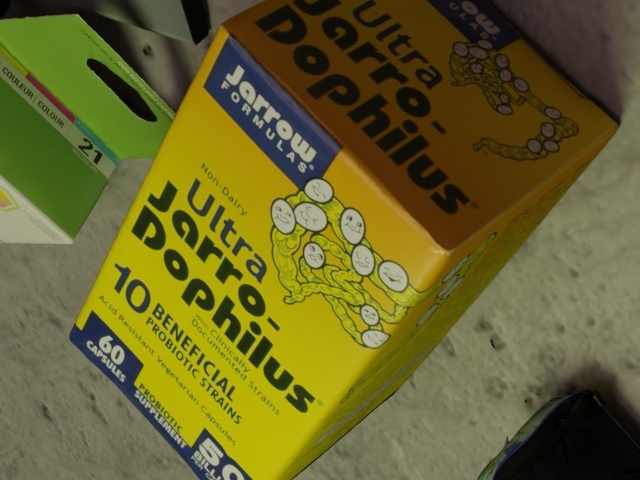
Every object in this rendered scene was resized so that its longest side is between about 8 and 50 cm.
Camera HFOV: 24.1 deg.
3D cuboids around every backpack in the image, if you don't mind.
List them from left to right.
[{"bbox_3d":[0.165,0.176,1.043,0.105,0.114,0.084,50,159,3],"label":"backpack"}]

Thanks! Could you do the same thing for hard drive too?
[{"bbox_3d":[-0.149,-0.206,1.144,0.135,0.022,0.094,21,143,33],"label":"hard drive"}]

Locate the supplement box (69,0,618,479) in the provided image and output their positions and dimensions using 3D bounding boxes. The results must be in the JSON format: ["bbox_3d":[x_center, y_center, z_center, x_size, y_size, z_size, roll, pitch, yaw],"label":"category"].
[{"bbox_3d":[0.000,0.000,1.021,0.194,0.195,0.356,45,138,11],"label":"supplement box"}]

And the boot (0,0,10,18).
[{"bbox_3d":[-0.358,-0.222,1.280,0.207,0.094,0.246,15,167,8],"label":"boot"}]

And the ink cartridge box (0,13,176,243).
[{"bbox_3d":[-0.240,-0.086,1.216,0.255,0.097,0.189,2,146,43],"label":"ink cartridge box"}]
